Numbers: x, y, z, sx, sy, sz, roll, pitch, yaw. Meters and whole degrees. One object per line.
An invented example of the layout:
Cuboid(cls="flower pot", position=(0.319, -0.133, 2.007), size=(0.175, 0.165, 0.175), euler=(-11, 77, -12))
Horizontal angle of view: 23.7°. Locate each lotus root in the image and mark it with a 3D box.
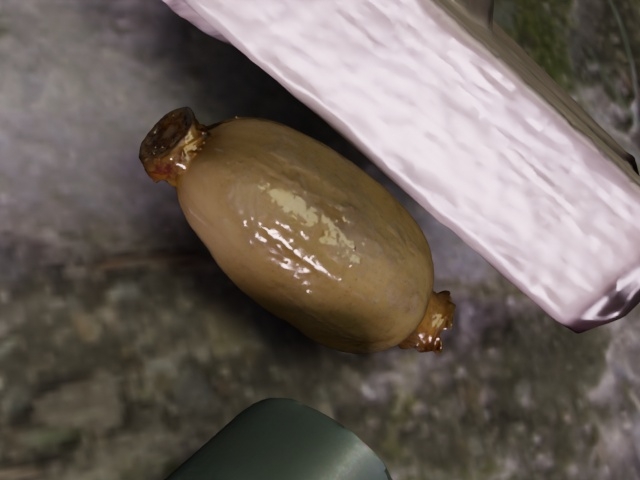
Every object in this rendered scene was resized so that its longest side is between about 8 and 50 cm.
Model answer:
Cuboid(cls="lotus root", position=(0.000, 0.000, 0.573), size=(0.150, 0.073, 0.062), euler=(36, 99, -24))

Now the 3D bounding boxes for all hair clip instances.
Cuboid(cls="hair clip", position=(0.007, -0.098, 0.590), size=(0.331, 0.085, 0.101), euler=(42, 24, -17))

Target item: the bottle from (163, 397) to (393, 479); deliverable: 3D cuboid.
Cuboid(cls="bottle", position=(-0.082, 0.155, 0.446), size=(0.286, 0.082, 0.082), euler=(-40, 100, -39))
